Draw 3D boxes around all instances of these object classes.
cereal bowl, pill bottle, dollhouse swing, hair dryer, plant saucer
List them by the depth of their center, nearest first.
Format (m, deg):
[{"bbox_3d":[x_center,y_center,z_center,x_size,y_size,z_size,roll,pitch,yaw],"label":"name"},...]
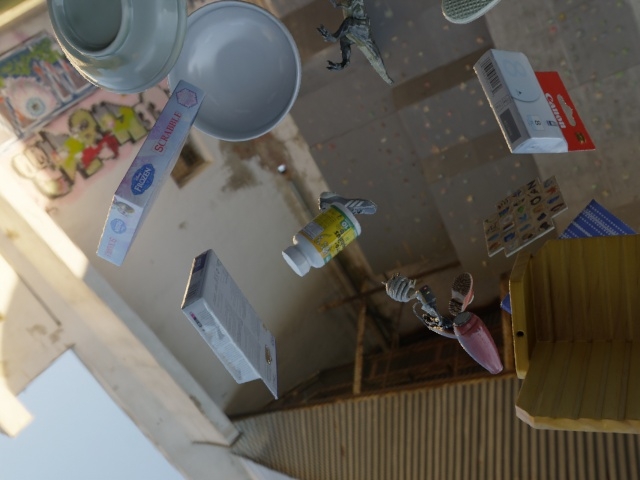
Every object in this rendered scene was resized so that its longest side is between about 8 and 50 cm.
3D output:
[{"bbox_3d":[0.526,0.160,1.349,0.347,0.315,0.305,-4,-177,28],"label":"dollhouse swing"},{"bbox_3d":[-0.483,-0.521,1.587,0.400,0.400,0.100,-16,-171,32],"label":"plant saucer"},{"bbox_3d":[-0.209,-0.429,1.804,0.339,0.339,0.141,-25,-165,13],"label":"cereal bowl"},{"bbox_3d":[0.370,0.235,1.897,0.080,0.293,0.223,-42,160,-9],"label":"hair dryer"},{"bbox_3d":[0.000,0.000,1.970,0.208,0.117,0.117,-40,-157,-13],"label":"pill bottle"}]

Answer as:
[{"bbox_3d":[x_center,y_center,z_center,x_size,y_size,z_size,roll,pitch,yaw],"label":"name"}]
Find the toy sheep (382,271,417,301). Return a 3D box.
[{"bbox_3d":[0.260,0.154,2.345,0.132,0.091,0.091,23,-127,36],"label":"toy sheep"}]

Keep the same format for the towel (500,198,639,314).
[{"bbox_3d":[0.619,0.105,1.680,0.336,0.243,0.040,-52,174,17],"label":"towel"}]

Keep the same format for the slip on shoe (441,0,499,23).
[{"bbox_3d":[0.403,-0.620,1.666,0.331,0.123,0.101,-51,168,-11],"label":"slip on shoe"}]

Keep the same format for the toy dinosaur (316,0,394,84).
[{"bbox_3d":[0.056,-0.386,1.354,0.118,0.268,0.064,-38,-149,-17],"label":"toy dinosaur"}]

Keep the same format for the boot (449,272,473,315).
[{"bbox_3d":[0.458,0.157,2.276,0.059,0.158,0.085,32,-139,29],"label":"boot"}]

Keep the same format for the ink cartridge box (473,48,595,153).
[{"bbox_3d":[0.669,-0.414,2.148,0.385,0.308,0.091,-6,157,-32],"label":"ink cartridge box"}]

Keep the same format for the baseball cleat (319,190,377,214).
[{"bbox_3d":[0.089,-0.096,2.358,0.072,0.206,0.109,123,-26,-55],"label":"baseball cleat"}]

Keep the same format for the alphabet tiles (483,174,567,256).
[{"bbox_3d":[0.657,-0.082,2.329,0.285,0.011,0.342,-36,-160,25],"label":"alphabet tiles"}]

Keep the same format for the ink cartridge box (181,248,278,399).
[{"bbox_3d":[-0.224,0.217,1.831,0.071,0.330,0.324,-30,-161,6],"label":"ink cartridge box"}]

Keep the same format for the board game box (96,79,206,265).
[{"bbox_3d":[-0.374,-0.141,1.569,0.318,0.066,0.318,-47,-160,57],"label":"board game box"}]
